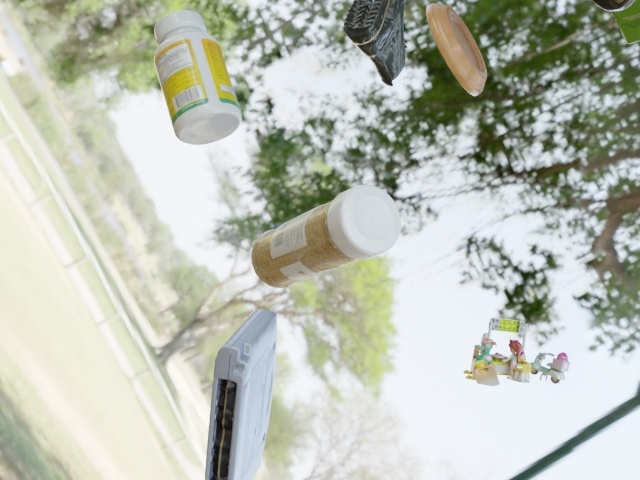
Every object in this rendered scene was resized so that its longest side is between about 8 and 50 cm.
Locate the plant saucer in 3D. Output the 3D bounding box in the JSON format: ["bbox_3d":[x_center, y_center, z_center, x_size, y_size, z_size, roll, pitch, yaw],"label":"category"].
[{"bbox_3d":[0.272,-0.378,1.759,0.200,0.037,0.200,44,31,-36],"label":"plant saucer"}]

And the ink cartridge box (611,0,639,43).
[{"bbox_3d":[0.671,-0.481,1.627,0.255,0.189,0.097,-12,-47,39],"label":"ink cartridge box"}]

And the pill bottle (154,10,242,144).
[{"bbox_3d":[-0.214,-0.277,1.521,0.117,0.117,0.208,95,-23,-71],"label":"pill bottle"}]

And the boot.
[{"bbox_3d":[0.113,-0.356,1.409,0.077,0.198,0.137,19,-18,36],"label":"boot"}]

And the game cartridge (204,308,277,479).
[{"bbox_3d":[-0.125,0.269,1.458,0.196,0.060,0.294,-39,139,-67],"label":"game cartridge"}]

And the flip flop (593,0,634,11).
[{"bbox_3d":[0.457,-0.501,1.441,0.112,0.080,0.277,-25,-101,54],"label":"flip flop"}]

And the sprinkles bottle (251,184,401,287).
[{"bbox_3d":[0.000,0.000,1.625,0.355,0.121,0.121,-23,-87,58],"label":"sprinkles bottle"}]

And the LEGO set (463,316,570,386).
[{"bbox_3d":[0.323,0.193,1.595,0.132,0.287,0.107,7,-92,42],"label":"LEGO set"}]
